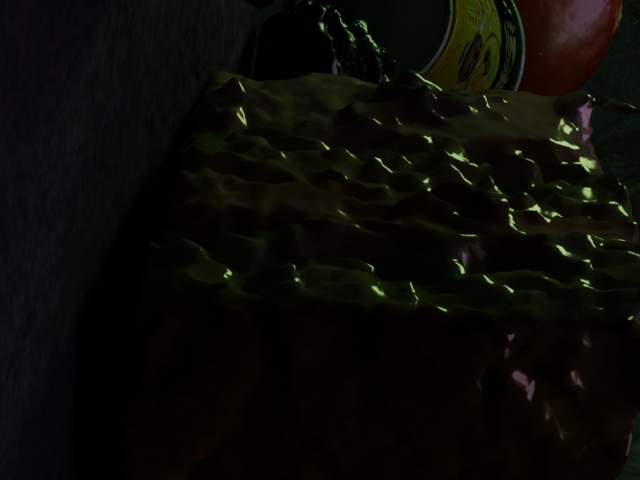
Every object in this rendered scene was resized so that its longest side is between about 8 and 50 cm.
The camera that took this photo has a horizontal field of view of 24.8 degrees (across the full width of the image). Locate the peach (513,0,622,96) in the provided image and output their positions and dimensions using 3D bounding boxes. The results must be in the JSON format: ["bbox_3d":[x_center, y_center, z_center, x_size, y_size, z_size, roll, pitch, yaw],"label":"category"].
[{"bbox_3d":[0.242,-0.351,1.923,0.370,0.370,0.370,11,90,-84],"label":"peach"}]

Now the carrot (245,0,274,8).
[{"bbox_3d":[-0.039,-0.247,0.688,0.102,0.102,0.263,-30,127,-82],"label":"carrot"}]

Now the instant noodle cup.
[{"bbox_3d":[0.073,-0.196,1.367,0.236,0.215,0.215,11,89,-74],"label":"instant noodle cup"}]

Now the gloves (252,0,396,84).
[{"bbox_3d":[0.034,-0.112,1.171,0.106,0.180,0.129,-31,-120,45],"label":"gloves"}]

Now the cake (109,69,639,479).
[{"bbox_3d":[0.035,0.067,0.941,0.307,0.314,0.293,-87,-174,-58],"label":"cake"}]
